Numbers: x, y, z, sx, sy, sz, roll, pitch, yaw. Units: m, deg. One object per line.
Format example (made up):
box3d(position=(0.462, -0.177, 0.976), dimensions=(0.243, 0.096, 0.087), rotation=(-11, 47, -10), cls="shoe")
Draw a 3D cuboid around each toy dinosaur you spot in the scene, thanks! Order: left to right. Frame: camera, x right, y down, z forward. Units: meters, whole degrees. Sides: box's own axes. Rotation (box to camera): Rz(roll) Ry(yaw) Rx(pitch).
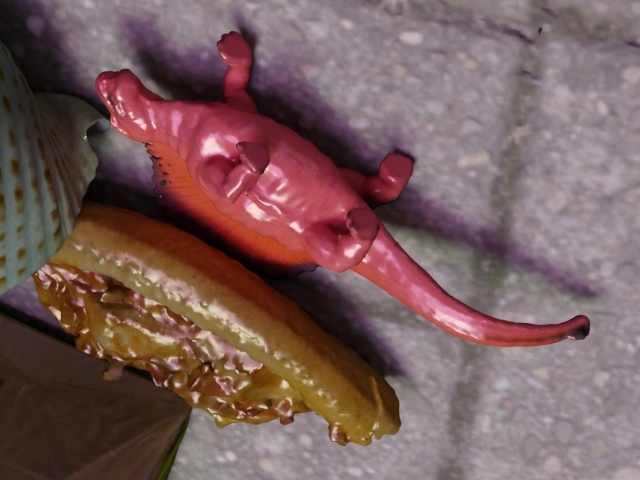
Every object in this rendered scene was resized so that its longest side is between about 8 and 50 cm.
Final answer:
box3d(position=(-0.006, 0.001, 0.926), dimensions=(0.286, 0.070, 0.139), rotation=(34, 141, -9), cls="toy dinosaur")

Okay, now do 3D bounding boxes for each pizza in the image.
box3d(position=(-0.082, 0.047, 0.984), dimensions=(0.271, 0.056, 0.134), rotation=(34, 139, -8), cls="pizza")

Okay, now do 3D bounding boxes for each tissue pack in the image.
box3d(position=(-0.221, 0.195, 1.086), dimensions=(0.200, 0.167, 0.274), rotation=(23, 130, 3), cls="tissue pack")

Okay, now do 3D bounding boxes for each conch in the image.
box3d(position=(-0.218, -0.059, 0.898), dimensions=(0.200, 0.172, 0.131), rotation=(-2, 160, 4), cls="conch")
